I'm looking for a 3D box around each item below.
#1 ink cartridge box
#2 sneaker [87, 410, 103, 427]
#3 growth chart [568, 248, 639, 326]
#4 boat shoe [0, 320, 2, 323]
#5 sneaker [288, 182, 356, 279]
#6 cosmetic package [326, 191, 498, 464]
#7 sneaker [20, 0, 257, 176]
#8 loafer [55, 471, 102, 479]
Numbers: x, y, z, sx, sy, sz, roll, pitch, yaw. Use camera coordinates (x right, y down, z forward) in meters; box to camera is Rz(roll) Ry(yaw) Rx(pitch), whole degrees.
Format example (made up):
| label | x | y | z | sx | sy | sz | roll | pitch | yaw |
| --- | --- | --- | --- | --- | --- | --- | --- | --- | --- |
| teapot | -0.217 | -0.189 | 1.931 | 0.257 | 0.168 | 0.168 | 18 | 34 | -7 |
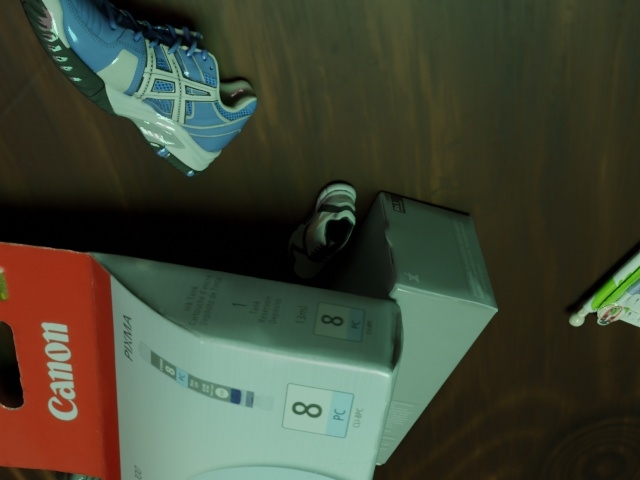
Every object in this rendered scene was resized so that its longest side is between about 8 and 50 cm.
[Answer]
| label | x | y | z | sx | sy | sz | roll | pitch | yaw |
| --- | --- | --- | --- | --- | --- | --- | --- | --- | --- |
| ink cartridge box | -0.144 | 0.159 | 0.723 | 0.385 | 0.091 | 0.308 | 9 | 128 | 1 |
| sneaker | -0.117 | 0.179 | 0.862 | 0.118 | 0.107 | 0.279 | -38 | 126 | 19 |
| growth chart | 0.394 | 0.051 | 0.856 | 0.237 | 0.021 | 0.172 | 16 | 128 | -20 |
| boat shoe | -0.389 | 0.072 | 0.750 | 0.223 | 0.073 | 0.080 | -1 | 133 | -5 |
| sneaker | 0.000 | 0.000 | 0.749 | 0.040 | 0.043 | 0.109 | 11 | 132 | -18 |
| cosmetic package | 0.057 | 0.087 | 0.779 | 0.107 | 0.127 | 0.238 | 16 | 131 | -18 |
| sneaker | -0.124 | -0.128 | 0.592 | 0.081 | 0.080 | 0.211 | -37 | 146 | 10 |
| loafer | -0.209 | 0.298 | 0.984 | 0.087 | 0.094 | 0.251 | 3 | 146 | 40 |
